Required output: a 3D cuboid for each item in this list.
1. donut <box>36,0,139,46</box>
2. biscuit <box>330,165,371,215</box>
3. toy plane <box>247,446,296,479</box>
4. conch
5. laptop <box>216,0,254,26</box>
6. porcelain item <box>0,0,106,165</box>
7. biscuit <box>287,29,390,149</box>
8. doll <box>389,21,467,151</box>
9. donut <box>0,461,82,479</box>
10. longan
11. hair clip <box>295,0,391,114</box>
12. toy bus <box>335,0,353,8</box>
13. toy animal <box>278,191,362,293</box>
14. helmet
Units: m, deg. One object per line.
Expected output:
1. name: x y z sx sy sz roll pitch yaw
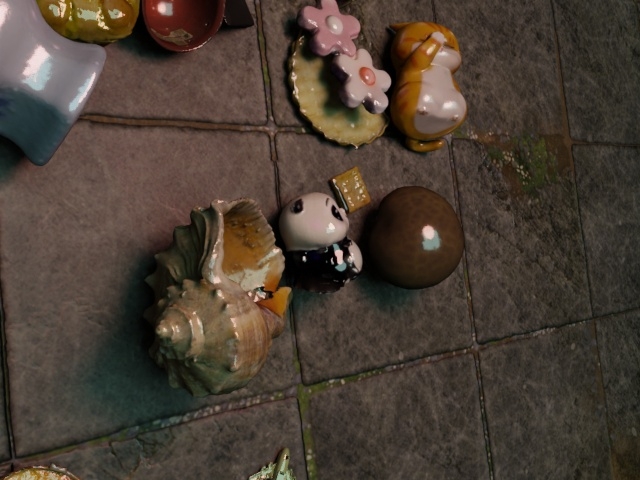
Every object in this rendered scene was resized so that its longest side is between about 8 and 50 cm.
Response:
1. donut: -0.376 -0.416 0.988 0.208 0.128 0.261 7 80 -28
2. biscuit: 0.062 -0.102 1.348 0.081 0.018 0.083 -31 103 -36
3. toy plane: -0.075 0.419 1.162 0.102 0.040 0.111 27 70 -20
4. conch: -0.169 0.080 1.048 0.210 0.352 0.297 1 94 7
5. laptop: -0.179 -0.477 1.177 0.197 0.016 0.135 66 19 -11
6. porcelain item: -0.494 -0.264 0.821 0.405 0.242 0.178 28 49 -28
7. biscuit: 0.020 -0.296 1.332 0.187 0.036 0.273 -47 111 -32
8. doll: 0.227 -0.345 1.415 0.167 0.162 0.269 11 79 -28
9. donut: -0.387 0.387 0.915 0.181 0.078 0.146 36 63 -21
10. longan: 0.191 -0.003 1.330 0.198 0.198 0.212 17 58 -34
11. hair clip: 0.049 -0.360 1.300 0.146 0.075 0.257 -30 98 -31
12. toy bus: 0.007 -0.622 1.325 0.139 0.113 0.301 -34 107 -35
13. toy animal: 0.000 0.000 1.202 0.138 0.166 0.179 -14 93 -6
14. helmet: -0.248 -0.412 1.091 0.155 0.106 0.175 -17 129 -38
